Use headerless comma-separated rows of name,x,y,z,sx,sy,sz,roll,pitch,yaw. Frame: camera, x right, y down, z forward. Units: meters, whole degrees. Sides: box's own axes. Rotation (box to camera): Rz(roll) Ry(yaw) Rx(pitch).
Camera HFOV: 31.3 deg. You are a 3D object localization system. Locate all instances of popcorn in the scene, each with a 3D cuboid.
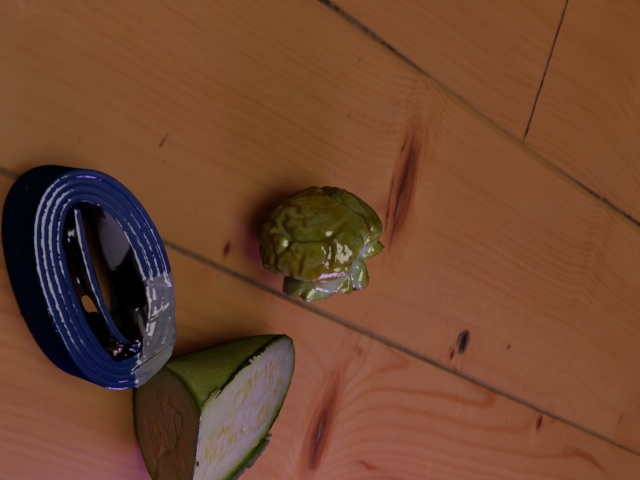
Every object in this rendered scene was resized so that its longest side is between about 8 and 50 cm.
popcorn,0.000,0.000,1.949,0.221,0.204,0.183,-22,130,-42

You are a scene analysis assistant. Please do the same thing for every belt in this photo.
belt,-0.342,0.052,1.701,0.212,0.117,0.347,-31,114,-34

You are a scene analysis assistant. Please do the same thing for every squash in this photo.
squash,-0.128,0.274,1.868,0.309,0.210,0.233,-8,116,-37
